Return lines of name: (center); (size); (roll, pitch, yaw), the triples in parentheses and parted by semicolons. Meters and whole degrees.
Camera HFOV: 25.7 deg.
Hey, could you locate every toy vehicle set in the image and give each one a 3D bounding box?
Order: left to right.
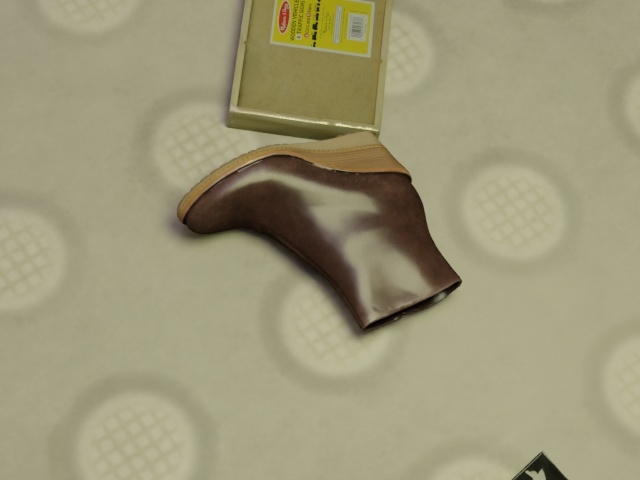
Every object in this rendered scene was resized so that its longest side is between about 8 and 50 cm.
toy vehicle set: (-0.005, -0.238, 1.571); (0.166, 0.035, 0.266); (8, 64, -3)

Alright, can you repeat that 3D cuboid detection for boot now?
boot: (0.000, 0.000, 1.429); (0.248, 0.090, 0.206); (-19, 67, -19)

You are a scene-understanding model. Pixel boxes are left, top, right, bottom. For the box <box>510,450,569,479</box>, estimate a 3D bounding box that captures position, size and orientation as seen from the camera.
box: (0.179, 0.393, 1.277); (0.322, 0.079, 0.257); (-39, 73, -22)
